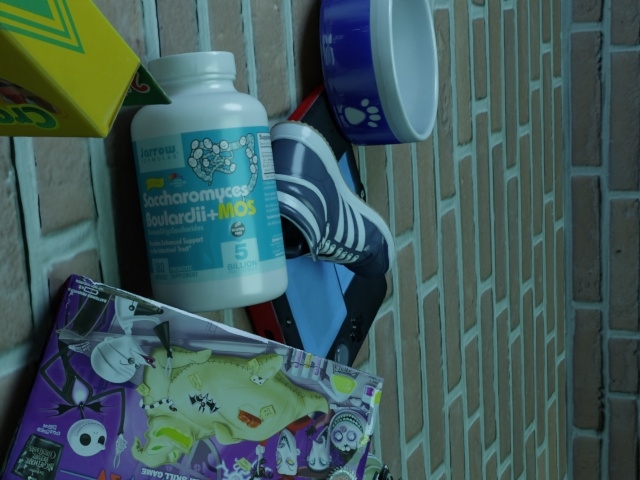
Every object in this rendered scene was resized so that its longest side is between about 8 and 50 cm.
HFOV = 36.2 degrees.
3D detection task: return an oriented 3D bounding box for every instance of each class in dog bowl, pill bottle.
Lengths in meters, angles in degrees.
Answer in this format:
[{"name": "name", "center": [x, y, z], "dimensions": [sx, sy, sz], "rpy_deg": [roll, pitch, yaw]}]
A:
[{"name": "dog bowl", "center": [0.092, -0.271, 1.434], "dimensions": [0.265, 0.104, 0.264], "rpy_deg": [-4, 90, -69]}, {"name": "pill bottle", "center": [-0.121, -0.062, 1.040], "dimensions": [0.146, 0.146, 0.264], "rpy_deg": [-14, 97, -61]}]

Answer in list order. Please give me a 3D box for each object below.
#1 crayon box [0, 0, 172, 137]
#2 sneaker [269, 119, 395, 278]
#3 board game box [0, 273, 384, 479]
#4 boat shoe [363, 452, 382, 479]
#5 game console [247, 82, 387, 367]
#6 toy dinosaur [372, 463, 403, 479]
[{"name": "crayon box", "center": [-0.273, -0.166, 0.700], "dimensions": [0.318, 0.202, 0.081], "rpy_deg": [51, 49, -50]}, {"name": "sneaker", "center": [0.000, 0.000, 1.213], "dimensions": [0.282, 0.099, 0.153], "rpy_deg": [53, 40, -41]}, {"name": "board game box", "center": [-0.115, 0.185, 0.970], "dimensions": [0.347, 0.056, 0.208], "rpy_deg": [20, 73, -18]}, {"name": "boat shoe", "center": [0.032, 0.394, 1.437], "dimensions": [0.302, 0.094, 0.109], "rpy_deg": [-18, 108, -60]}, {"name": "game console", "center": [-0.002, 0.017, 1.378], "dimensions": [0.342, 0.060, 0.386], "rpy_deg": [-54, 138, -45]}, {"name": "toy dinosaur", "center": [0.045, 0.377, 1.132], "dimensions": [0.218, 0.164, 0.321], "rpy_deg": [-30, 138, -32]}]
